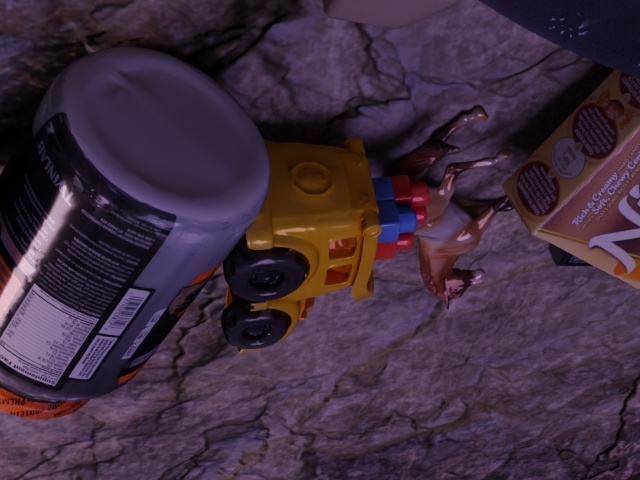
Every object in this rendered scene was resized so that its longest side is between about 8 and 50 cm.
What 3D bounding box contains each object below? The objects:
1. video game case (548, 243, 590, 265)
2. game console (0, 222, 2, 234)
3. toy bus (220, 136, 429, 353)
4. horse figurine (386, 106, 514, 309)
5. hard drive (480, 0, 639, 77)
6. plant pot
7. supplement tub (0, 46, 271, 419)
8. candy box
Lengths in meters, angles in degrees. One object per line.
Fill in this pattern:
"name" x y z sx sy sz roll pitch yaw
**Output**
"video game case" 0.428 -0.058 1.597 0.275 0.035 0.248 0 142 -20
"game console" -0.447 -0.038 1.164 0.361 0.044 0.213 23 132 -12
"toy bus" 0.000 0.000 1.396 0.212 0.149 0.220 -5 145 -11
"horse figurine" 0.137 -0.040 1.480 0.174 0.066 0.263 -34 144 14
"hard drive" 0.248 -0.247 1.235 0.255 0.054 0.172 19 130 -34
"plant pot" 0.052 -0.231 1.154 0.109 0.109 0.096 5 152 -27
"supplement tub" -0.206 0.006 1.281 0.207 0.207 0.338 9 138 -32
"candy box" 0.356 -0.107 1.404 0.183 0.087 0.316 24 119 -37
